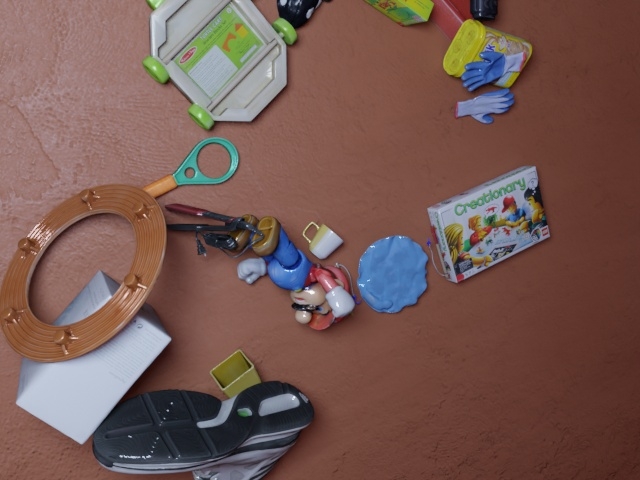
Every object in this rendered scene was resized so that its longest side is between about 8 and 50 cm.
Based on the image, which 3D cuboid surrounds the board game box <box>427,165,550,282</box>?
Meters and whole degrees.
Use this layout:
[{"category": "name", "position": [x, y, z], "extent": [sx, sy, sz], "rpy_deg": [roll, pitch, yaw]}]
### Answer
[{"category": "board game box", "position": [0.423, -0.044, 1.511], "extent": [0.305, 0.053, 0.193], "rpy_deg": [-24, 106, -19]}]

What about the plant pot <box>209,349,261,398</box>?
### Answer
[{"category": "plant pot", "position": [-0.171, 0.300, 1.292], "extent": [0.081, 0.081, 0.083], "rpy_deg": [-36, 123, -15]}]

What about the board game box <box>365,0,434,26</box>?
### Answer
[{"category": "board game box", "position": [0.140, -0.521, 1.282], "extent": [0.181, 0.092, 0.043], "rpy_deg": [22, 89, -30]}]

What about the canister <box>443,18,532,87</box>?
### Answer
[{"category": "canister", "position": [0.388, -0.426, 1.405], "extent": [0.169, 0.073, 0.126], "rpy_deg": [6, 131, -27]}]

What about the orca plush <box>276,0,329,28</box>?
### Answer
[{"category": "orca plush", "position": [0.001, -0.568, 1.217], "extent": [0.151, 0.102, 0.287], "rpy_deg": [37, 83, -24]}]

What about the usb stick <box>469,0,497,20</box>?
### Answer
[{"category": "usb stick", "position": [0.359, -0.631, 1.339], "extent": [0.077, 0.045, 0.278], "rpy_deg": [-8, 98, -38]}]

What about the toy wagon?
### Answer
[{"category": "toy wagon", "position": [-0.217, -0.396, 1.168], "extent": [0.267, 0.068, 0.344], "rpy_deg": [-48, 112, -10]}]

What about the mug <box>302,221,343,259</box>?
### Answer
[{"category": "mug", "position": [0.003, 0.002, 1.339], "extent": [0.064, 0.078, 0.062], "rpy_deg": [-50, 146, 0]}]

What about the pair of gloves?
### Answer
[{"category": "pair of gloves", "position": [0.391, -0.352, 1.414], "extent": [0.159, 0.023, 0.198], "rpy_deg": [-13, 138, -11]}]

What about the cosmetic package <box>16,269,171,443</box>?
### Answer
[{"category": "cosmetic package", "position": [-0.409, 0.196, 1.088], "extent": [0.138, 0.224, 0.225], "rpy_deg": [42, 80, -24]}]

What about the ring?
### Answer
[{"category": "ring", "position": [-0.409, 0.039, 1.022], "extent": [0.337, 0.336, 0.032], "rpy_deg": [-48, 143, -10]}]

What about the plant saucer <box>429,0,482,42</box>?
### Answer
[{"category": "plant saucer", "position": [0.321, -0.619, 1.381], "extent": [0.258, 0.047, 0.259], "rpy_deg": [39, 83, -24]}]

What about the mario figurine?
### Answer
[{"category": "mario figurine", "position": [-0.056, 0.092, 1.240], "extent": [0.170, 0.198, 0.320], "rpy_deg": [-40, 128, 8]}]

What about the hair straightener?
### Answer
[{"category": "hair straightener", "position": [-0.206, -0.013, 1.161], "extent": [0.047, 0.230, 0.089], "rpy_deg": [-11, 109, -61]}]

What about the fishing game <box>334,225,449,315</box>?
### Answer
[{"category": "fishing game", "position": [0.170, 0.078, 1.428], "extent": [0.263, 0.041, 0.189], "rpy_deg": [-24, 107, -10]}]

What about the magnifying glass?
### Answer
[{"category": "magnifying glass", "position": [-0.269, -0.131, 1.209], "extent": [0.230, 0.026, 0.092], "rpy_deg": [-29, 109, -16]}]

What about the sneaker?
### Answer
[{"category": "sneaker", "position": [-0.231, 0.426, 1.169], "extent": [0.447, 0.169, 0.258], "rpy_deg": [5, 120, -41]}]
